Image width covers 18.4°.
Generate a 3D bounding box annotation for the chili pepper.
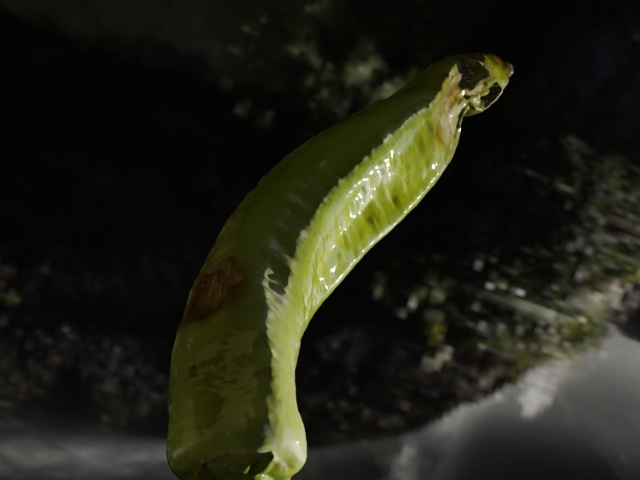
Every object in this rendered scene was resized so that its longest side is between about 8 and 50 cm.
[{"bbox_3d":[-0.001,0.000,0.552,0.049,0.043,0.208,1,-139,27],"label":"chili pepper"}]
